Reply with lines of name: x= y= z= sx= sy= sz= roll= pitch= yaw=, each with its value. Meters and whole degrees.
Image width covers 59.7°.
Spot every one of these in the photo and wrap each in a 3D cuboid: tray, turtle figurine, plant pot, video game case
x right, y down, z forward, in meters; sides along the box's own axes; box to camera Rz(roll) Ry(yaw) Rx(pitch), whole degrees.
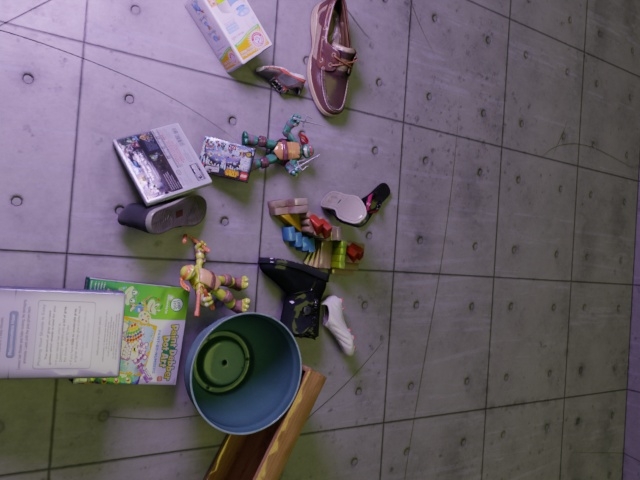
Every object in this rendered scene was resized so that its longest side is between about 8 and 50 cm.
tray: x=-0.152 y=0.515 z=1.477 sx=0.076 sy=0.203 sz=0.410 roll=39 pitch=71 yaw=-31
turtle figurine: x=-0.280 y=0.118 z=1.421 sx=0.087 sy=0.269 sz=0.217 roll=-40 pitch=134 yaw=19
turtle figurine: x=-0.097 y=-0.250 z=1.553 sx=0.235 sy=0.118 sz=0.175 roll=-7 pitch=77 yaw=-16
plant pot: x=-0.221 y=0.325 z=1.431 sx=0.293 sy=0.196 sz=0.292 roll=2 pitch=86 yaw=-30
video game case: x=-0.387 y=-0.190 z=1.370 sx=0.173 sy=0.022 sz=0.190 roll=-24 pitch=76 yaw=-31

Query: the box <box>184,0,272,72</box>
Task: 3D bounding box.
box: x=-0.239 y=-0.563 z=1.460 sx=0.114 sy=0.103 sz=0.203 roll=-42 pitch=112 yaw=-25

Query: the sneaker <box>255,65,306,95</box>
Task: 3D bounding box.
sneaker: x=-0.111 y=-0.448 z=1.575 sx=0.158 sy=0.061 sz=0.064 roll=7 pitch=93 yaw=-33

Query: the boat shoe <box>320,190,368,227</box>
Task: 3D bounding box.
boat shoe: x=0.082 y=-0.082 z=1.607 sx=0.084 sy=0.233 sz=0.079 roll=-45 pitch=118 yaw=-5

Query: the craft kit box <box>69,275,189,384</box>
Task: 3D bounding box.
craft kit box: x=-0.460 y=0.224 z=1.362 sx=0.247 sy=0.061 sz=0.249 roll=10 pitch=86 yaw=-36

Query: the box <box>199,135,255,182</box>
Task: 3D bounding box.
box: x=-0.247 y=-0.213 z=1.469 sx=0.137 sy=0.027 sz=0.093 roll=13 pitch=86 yaw=-4

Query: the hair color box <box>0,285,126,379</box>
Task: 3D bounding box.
hair color box: x=-0.620 y=0.192 z=1.183 sx=0.375 sy=0.114 sz=0.185 roll=5 pitch=87 yaw=-23

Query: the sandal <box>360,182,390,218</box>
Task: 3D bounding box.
sandal: x=0.168 y=-0.121 z=1.772 sx=0.179 sy=0.040 sz=0.067 roll=-47 pitch=115 yaw=-23

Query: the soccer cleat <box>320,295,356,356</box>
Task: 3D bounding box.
soccer cleat: x=0.048 y=0.264 z=1.691 sx=0.076 sy=0.068 sz=0.196 roll=-18 pitch=94 yaw=-27

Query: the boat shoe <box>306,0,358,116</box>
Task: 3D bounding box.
boat shoe: x=0.043 y=-0.540 z=1.633 sx=0.123 sy=0.123 sz=0.341 roll=0 pitch=91 yaw=-33

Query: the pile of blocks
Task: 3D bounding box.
pile of blocks: x=0.000 y=0.000 z=1.623 sx=0.362 sy=0.113 sz=0.148 roll=34 pitch=73 yaw=-28

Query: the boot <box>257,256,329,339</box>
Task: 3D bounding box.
boot: x=-0.086 y=0.168 z=1.579 sx=0.247 sy=0.094 sz=0.207 roll=21 pitch=76 yaw=-38

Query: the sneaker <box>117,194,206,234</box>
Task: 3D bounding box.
sneaker: x=-0.389 y=-0.076 z=1.393 sx=0.222 sy=0.118 sz=0.083 roll=-23 pitch=120 yaw=-60
